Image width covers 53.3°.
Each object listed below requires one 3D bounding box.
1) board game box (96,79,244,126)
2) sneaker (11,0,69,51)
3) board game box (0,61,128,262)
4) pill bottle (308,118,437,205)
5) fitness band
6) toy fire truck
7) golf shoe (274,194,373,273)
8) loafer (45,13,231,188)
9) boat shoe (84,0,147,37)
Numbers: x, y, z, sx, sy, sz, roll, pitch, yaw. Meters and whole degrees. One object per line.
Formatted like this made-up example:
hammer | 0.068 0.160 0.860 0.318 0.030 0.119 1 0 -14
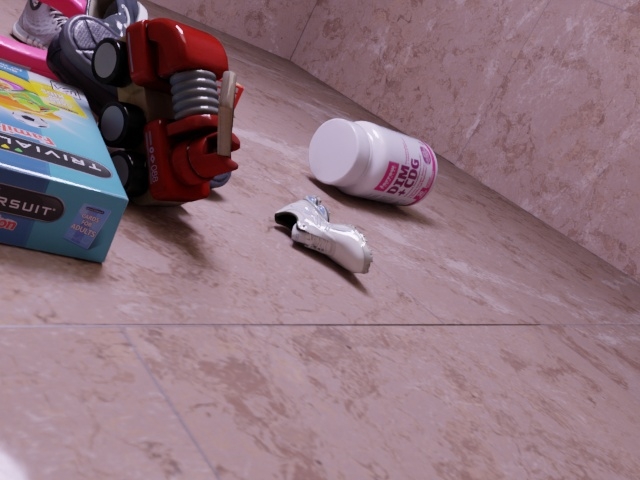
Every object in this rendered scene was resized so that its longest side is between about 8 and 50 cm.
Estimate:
board game box | -0.236 -0.213 1.015 0.194 0.146 0.045 10 24 -42
sneaker | -0.486 -0.405 1.206 0.229 0.132 0.086 33 18 16
board game box | -0.365 -0.118 0.669 0.254 0.079 0.336 15 21 -35
pill bottle | 0.116 -0.168 1.384 0.283 0.160 0.160 6 27 -48
fitness band | -0.492 -0.369 1.064 0.291 0.054 0.208 8 59 -49
toy fire truck | -0.154 -0.164 0.747 0.246 0.216 0.158 -10 -5 33
golf shoe | 0.000 0.000 0.937 0.086 0.069 0.176 -15 38 -36
loafer | -0.256 -0.183 0.919 0.302 0.095 0.109 46 45 -26
boat shoe | -0.358 -0.336 1.076 0.091 0.114 0.302 44 20 -45
